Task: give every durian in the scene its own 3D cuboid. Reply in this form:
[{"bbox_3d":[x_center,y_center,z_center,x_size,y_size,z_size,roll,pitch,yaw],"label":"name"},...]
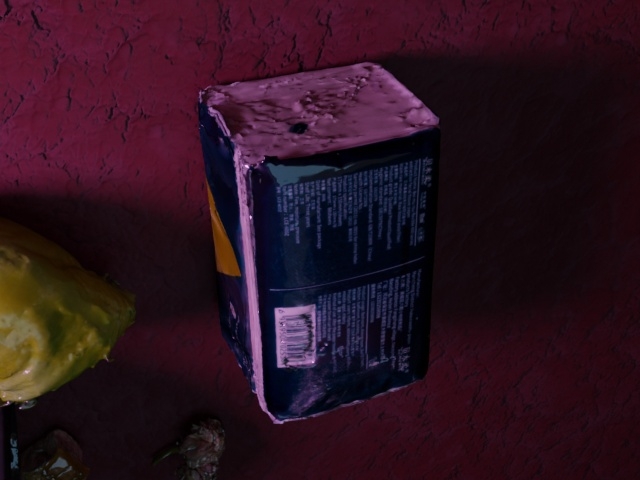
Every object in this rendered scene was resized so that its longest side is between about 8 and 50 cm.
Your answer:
[{"bbox_3d":[-0.415,0.081,1.036,0.256,0.204,0.340,-33,132,14],"label":"durian"}]

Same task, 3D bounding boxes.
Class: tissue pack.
[{"bbox_3d":[0.000,0.000,1.146,0.264,0.253,0.416,-14,128,-16],"label":"tissue pack"}]

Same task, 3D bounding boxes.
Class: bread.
[{"bbox_3d":[-0.403,0.339,1.309,0.083,0.076,0.070,-36,135,2],"label":"bread"}]

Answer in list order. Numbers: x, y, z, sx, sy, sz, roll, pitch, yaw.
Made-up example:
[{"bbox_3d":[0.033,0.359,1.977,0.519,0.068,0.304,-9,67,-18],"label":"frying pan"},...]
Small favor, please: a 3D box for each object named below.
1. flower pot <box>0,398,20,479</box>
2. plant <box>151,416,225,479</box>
[{"bbox_3d":[-0.558,0.335,1.103,0.330,0.293,0.293,-1,124,-18],"label":"flower pot"},{"bbox_3d":[-0.215,0.346,1.427,0.122,0.104,0.116,5,85,6],"label":"plant"}]
